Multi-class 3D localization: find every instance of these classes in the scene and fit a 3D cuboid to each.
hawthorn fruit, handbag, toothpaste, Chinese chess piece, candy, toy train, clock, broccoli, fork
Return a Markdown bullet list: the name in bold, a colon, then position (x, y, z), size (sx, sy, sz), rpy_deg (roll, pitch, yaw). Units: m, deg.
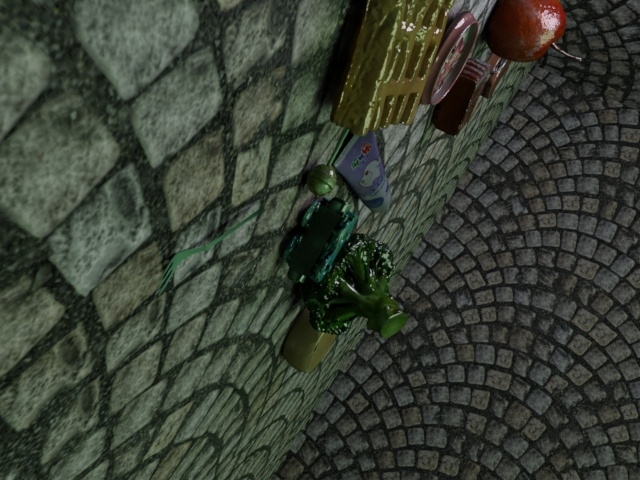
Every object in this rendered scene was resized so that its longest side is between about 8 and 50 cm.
- **hawthorn fruit**: position (0.647, -0.677, 1.596), size (0.235, 0.263, 0.231), rpy_deg (-19, 122, -26)
- **handbag**: position (0.679, -0.667, 1.988), size (0.193, 0.072, 0.151), rpy_deg (-56, 164, -5)
- **toothpaste**: position (0.105, -0.157, 1.199), size (0.125, 0.080, 0.371), rpy_deg (-54, 157, -4)
- **Chinese chess piece**: position (-0.017, 0.285, 1.576), size (0.251, 0.097, 0.251), rpy_deg (-53, 163, -23)
- **candy**: position (0.033, -0.175, 0.972), size (0.202, 0.061, 0.061), rpy_deg (-64, 166, -13)
- **toy train**: position (0.000, 0.000, 1.084), size (0.198, 0.107, 0.154), rpy_deg (-60, 172, 5)
- **clock**: position (0.319, -0.456, 1.293), size (0.244, 0.056, 0.244), rpy_deg (-51, 164, -20)
- **broccoli**: position (0.094, 0.139, 1.307), size (0.297, 0.297, 0.297), rpy_deg (-20, 135, -22)
- **fork**: position (-0.158, 0.001, 0.746), size (0.235, 0.021, 0.039), rpy_deg (-45, 163, -46)

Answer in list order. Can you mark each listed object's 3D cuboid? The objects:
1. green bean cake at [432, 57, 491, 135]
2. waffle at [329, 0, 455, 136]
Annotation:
- **green bean cake**: position (0.432, -0.443, 1.594), size (0.198, 0.097, 0.233), rpy_deg (-48, 161, -39)
- **waffle**: position (0.138, -0.344, 0.889), size (0.348, 0.077, 0.304), rpy_deg (-35, 148, -60)
